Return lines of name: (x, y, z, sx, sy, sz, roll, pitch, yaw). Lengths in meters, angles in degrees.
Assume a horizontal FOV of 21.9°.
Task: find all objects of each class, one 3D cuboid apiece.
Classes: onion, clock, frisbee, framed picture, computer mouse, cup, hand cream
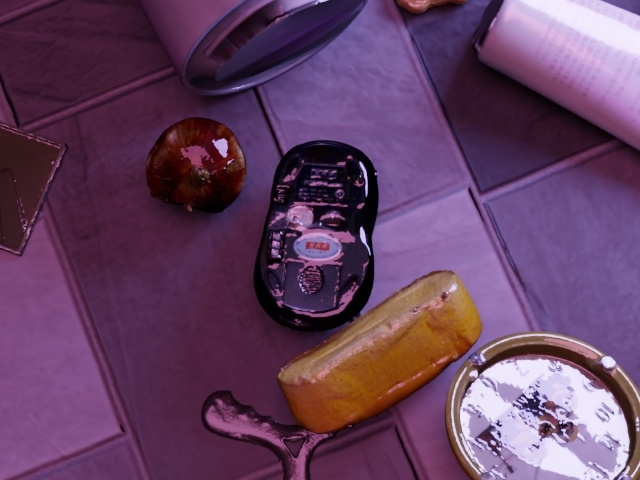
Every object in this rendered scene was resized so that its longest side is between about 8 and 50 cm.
onion: (-0.143, -0.090, 1.936, 0.117, 0.118, 0.119, 15, 77, -16)
clock: (0.250, 0.212, 1.850, 0.237, 0.057, 0.237, 3, 54, -5)
frisbee: (-0.024, 0.250, 1.900, 0.211, 0.012, 0.187, -10, 76, 0)
framed picture: (-0.383, -0.066, 1.998, 0.109, 0.011, 0.149, 20, 79, 8)
computer mouse: (0.000, 0.000, 1.916, 0.137, 0.096, 0.233, 9, 71, 2)
cup: (-0.124, -0.371, 1.936, 0.253, 0.253, 0.371, -29, 73, -3)
hand cream: (0.357, -0.196, 1.942, 0.358, 0.118, 0.185, 26, 77, 1)

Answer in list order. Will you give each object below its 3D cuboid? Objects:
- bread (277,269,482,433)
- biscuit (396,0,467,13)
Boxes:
bread: (0.068, 0.128, 1.867, 0.245, 0.102, 0.094, -32, 113, -11)
biscuit: (0.126, -0.365, 2.027, 0.133, 0.027, 0.184, -23, 75, -1)
